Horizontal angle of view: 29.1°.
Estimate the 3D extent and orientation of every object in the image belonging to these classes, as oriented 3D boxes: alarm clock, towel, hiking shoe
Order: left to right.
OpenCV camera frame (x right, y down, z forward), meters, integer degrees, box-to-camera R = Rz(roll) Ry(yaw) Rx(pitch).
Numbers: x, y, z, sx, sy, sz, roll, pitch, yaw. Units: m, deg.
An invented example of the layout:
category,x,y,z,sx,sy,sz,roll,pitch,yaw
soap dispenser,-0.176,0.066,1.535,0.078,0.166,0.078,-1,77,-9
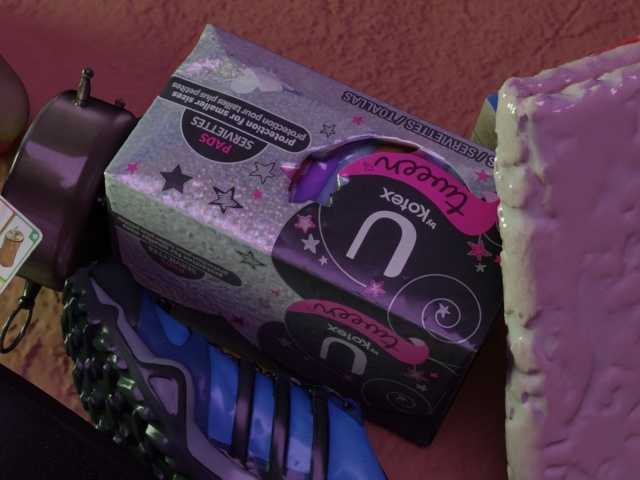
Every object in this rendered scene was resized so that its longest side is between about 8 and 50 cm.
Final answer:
category,x,y,z,sx,sy,sz,roll,pitch,yaw
alarm clock,-0.170,-0.013,0.819,0.064,0.129,0.192,24,87,4
hiking shoe,-0.043,0.126,0.776,0.132,0.113,0.304,-33,78,-33
towel,0.245,0.014,0.747,0.317,0.332,0.053,-20,34,-18

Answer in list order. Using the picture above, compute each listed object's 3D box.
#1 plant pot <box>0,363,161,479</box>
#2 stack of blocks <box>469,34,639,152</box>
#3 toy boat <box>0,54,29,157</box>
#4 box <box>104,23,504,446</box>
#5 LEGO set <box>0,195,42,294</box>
category,x,y,z,sx,sy,sz,roll,pitch,yaw
plant pot,-0.155,0.203,0.676,0.167,0.188,0.187,25,62,-6
stack of blocks,0.274,-0.064,0.870,0.297,0.087,0.171,-23,67,-16
toy boat,-0.326,-0.122,0.865,0.151,0.151,0.231,-43,71,7
box,0.000,0.000,0.801,0.247,0.163,0.142,25,61,8
LEGO set,-0.292,0.043,0.768,0.182,0.060,0.244,38,95,17
